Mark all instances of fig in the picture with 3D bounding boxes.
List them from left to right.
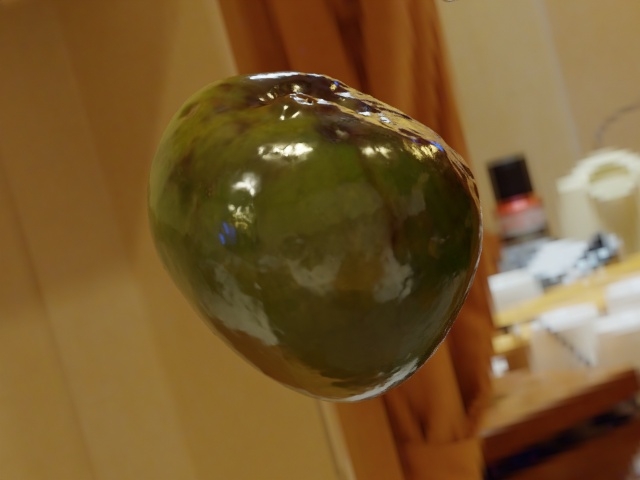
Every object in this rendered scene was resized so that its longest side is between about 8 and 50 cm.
[{"bbox_3d":[0.000,0.000,1.076,0.181,0.191,0.181,-11,25,5],"label":"fig"}]
